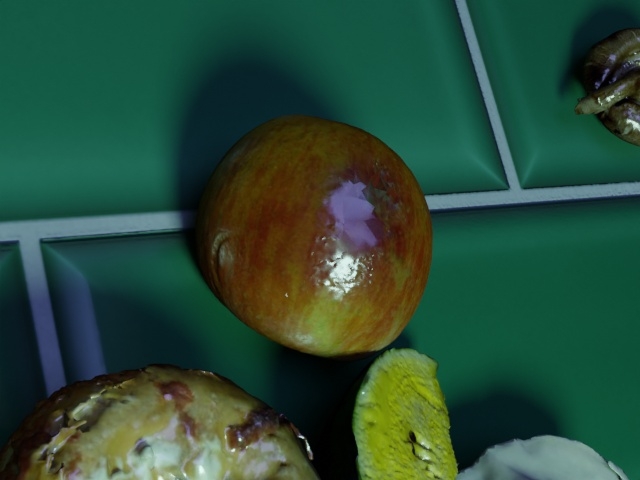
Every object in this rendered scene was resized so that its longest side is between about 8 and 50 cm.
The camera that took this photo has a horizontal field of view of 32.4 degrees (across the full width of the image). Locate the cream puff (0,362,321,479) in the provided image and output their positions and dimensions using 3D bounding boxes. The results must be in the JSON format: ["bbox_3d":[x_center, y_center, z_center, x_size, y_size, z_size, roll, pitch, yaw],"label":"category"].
[{"bbox_3d":[-0.101,0.196,0.690,0.240,0.164,0.240,16,49,-19],"label":"cream puff"}]

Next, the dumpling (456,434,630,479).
[{"bbox_3d":[0.145,0.306,0.810,0.260,0.181,0.341,16,78,-11],"label":"dumpling"}]

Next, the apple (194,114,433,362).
[{"bbox_3d":[0.000,0.000,0.855,0.195,0.160,0.173,22,82,-18],"label":"apple"}]

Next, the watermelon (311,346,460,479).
[{"bbox_3d":[0.056,0.190,0.790,0.129,0.123,0.301,8,40,-14],"label":"watermelon"}]

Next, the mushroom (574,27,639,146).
[{"bbox_3d":[0.331,-0.158,1.174,0.170,0.080,0.135,-17,69,-36],"label":"mushroom"}]
